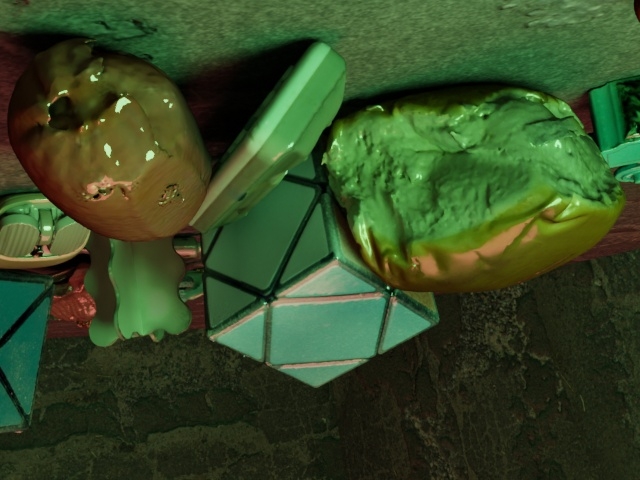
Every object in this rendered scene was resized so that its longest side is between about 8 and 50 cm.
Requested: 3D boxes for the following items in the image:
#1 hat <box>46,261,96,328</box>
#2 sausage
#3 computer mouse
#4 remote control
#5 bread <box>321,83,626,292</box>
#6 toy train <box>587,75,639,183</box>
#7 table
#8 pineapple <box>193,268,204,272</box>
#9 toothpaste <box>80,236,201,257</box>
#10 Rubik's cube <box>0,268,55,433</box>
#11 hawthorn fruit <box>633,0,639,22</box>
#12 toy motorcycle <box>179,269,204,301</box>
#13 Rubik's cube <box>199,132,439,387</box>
[{"bbox_3d":[-0.449,0.096,1.775,0.236,0.107,0.286,-17,159,-9],"label":"hat"},{"bbox_3d":[-0.178,-0.081,0.819,0.152,0.152,0.280,-8,172,-1],"label":"sausage"},{"bbox_3d":[-0.406,-0.006,1.287,0.145,0.082,0.236,-1,169,-32],"label":"computer mouse"},{"bbox_3d":[-0.061,-0.087,0.942,0.065,0.128,0.335,38,160,-8],"label":"remote control"},{"bbox_3d":[0.175,-0.058,1.014,0.279,0.225,0.250,-18,168,30],"label":"bread"},{"bbox_3d":[0.413,-0.139,1.099,0.197,0.107,0.154,-10,163,16],"label":"toy train"},{"bbox_3d":[-0.277,0.053,1.376,0.166,0.198,0.166,-8,171,-1],"label":"table"},{"bbox_3d":[-0.269,0.074,2.059,0.045,0.019,0.083,-6,174,-28],"label":"pineapple"},{"bbox_3d":[-0.308,0.015,1.623,0.255,0.037,0.067,-2,175,-13],"label":"toothpaste"},{"bbox_3d":[-0.580,0.149,1.362,0.254,0.260,0.259,10,-179,26],"label":"Rubik's cube"},{"bbox_3d":[0.294,-0.198,0.757,0.077,0.077,0.077,-8,171,-1],"label":"hawthorn fruit"},{"bbox_3d":[-0.359,0.116,1.978,0.296,0.109,0.198,-14,171,38],"label":"toy motorcycle"},{"bbox_3d":[-0.008,0.028,1.128,0.205,0.207,0.205,-32,138,27],"label":"Rubik's cube"}]
